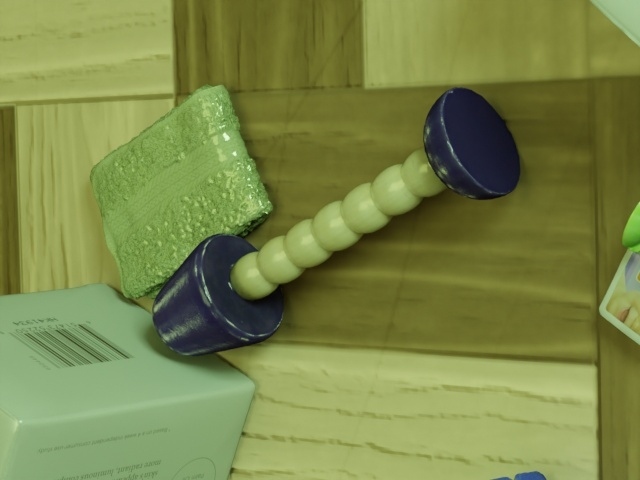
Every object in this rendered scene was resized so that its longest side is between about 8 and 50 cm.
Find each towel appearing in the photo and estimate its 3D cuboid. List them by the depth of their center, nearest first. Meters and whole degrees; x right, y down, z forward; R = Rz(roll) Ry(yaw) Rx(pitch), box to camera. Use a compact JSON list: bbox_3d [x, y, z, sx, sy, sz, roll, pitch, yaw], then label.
[{"bbox_3d":[-0.099,-0.031,1.283,0.148,0.027,0.110,-32,74,37],"label":"towel"}]

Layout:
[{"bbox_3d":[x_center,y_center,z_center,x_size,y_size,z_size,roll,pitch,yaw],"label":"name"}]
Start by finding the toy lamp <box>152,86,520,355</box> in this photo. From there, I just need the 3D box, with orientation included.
[{"bbox_3d":[0.000,0.000,1.171,0.275,0.080,0.080,-29,75,37],"label":"toy lamp"}]

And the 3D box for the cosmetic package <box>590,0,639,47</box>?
[{"bbox_3d":[0.238,-0.194,0.932,0.085,0.117,0.231,48,119,28],"label":"cosmetic package"}]

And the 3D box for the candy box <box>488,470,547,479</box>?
[{"bbox_3d":[0.071,0.334,1.105,0.317,0.122,0.268,-47,64,31],"label":"candy box"}]

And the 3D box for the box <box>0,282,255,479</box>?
[{"bbox_3d":[-0.214,0.223,1.276,0.168,0.215,0.345,29,111,35],"label":"box"}]

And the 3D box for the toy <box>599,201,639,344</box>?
[{"bbox_3d":[0.252,0.048,0.975,0.237,0.056,0.137,39,118,31],"label":"toy"}]
